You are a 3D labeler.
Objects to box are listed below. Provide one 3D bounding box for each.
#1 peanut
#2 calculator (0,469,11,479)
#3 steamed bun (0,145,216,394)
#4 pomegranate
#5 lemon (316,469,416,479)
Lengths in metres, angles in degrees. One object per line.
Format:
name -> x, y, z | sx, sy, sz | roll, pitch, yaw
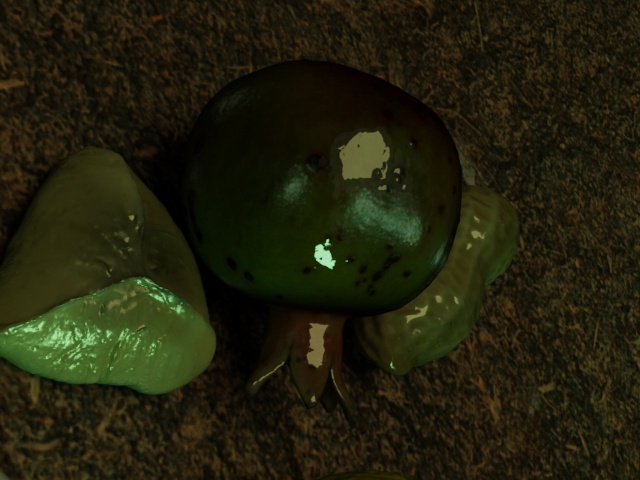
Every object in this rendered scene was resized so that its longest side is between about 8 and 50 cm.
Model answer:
peanut -> 0.124, 0.037, 1.542 | 0.136, 0.120, 0.298 | 35, 47, 2
calculator -> -0.322, 0.222, 1.060 | 0.299, 0.041, 0.185 | 40, 48, -29
steamed bun -> -0.171, 0.038, 1.249 | 0.212, 0.110, 0.231 | 39, 51, -28
pomegranate -> -0.008, -0.012, 1.360 | 0.291, 0.291, 0.323 | 2, 111, -45
lemon -> 0.046, 0.337, 1.236 | 0.267, 0.267, 0.267 | 21, 58, -38
